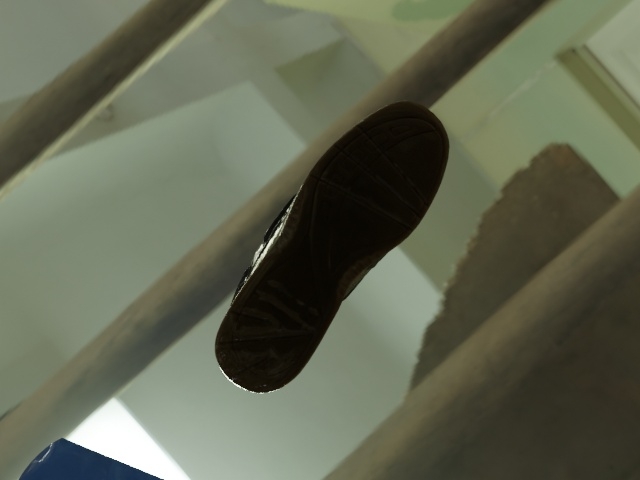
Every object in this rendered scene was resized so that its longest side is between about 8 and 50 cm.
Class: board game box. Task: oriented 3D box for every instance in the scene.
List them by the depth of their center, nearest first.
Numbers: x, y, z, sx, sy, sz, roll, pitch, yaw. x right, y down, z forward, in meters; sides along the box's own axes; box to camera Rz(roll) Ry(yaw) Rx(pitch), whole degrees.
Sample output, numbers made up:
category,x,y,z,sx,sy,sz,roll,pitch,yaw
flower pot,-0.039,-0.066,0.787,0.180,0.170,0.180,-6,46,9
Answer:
category,x,y,z,sx,sy,sz,roll,pitch,yaw
board game box,-0.183,0.243,0.932,0.169,0.133,0.033,14,171,28

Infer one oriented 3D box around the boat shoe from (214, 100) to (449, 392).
category,x,y,z,sx,sy,sz,roll,pitch,yaw
boat shoe,0.000,0.000,0.515,0.056,0.152,0.049,43,164,-12
